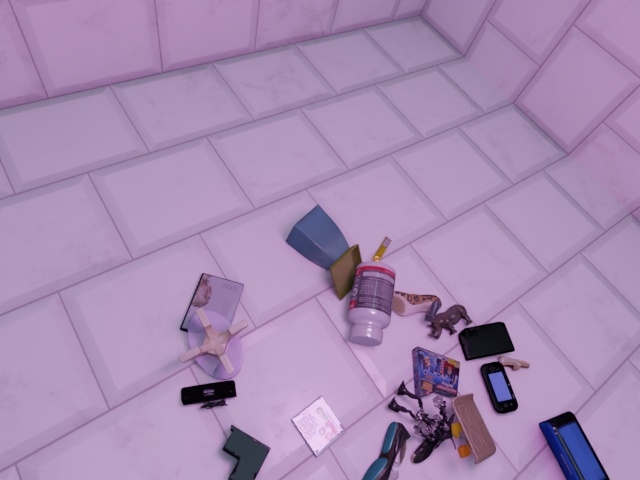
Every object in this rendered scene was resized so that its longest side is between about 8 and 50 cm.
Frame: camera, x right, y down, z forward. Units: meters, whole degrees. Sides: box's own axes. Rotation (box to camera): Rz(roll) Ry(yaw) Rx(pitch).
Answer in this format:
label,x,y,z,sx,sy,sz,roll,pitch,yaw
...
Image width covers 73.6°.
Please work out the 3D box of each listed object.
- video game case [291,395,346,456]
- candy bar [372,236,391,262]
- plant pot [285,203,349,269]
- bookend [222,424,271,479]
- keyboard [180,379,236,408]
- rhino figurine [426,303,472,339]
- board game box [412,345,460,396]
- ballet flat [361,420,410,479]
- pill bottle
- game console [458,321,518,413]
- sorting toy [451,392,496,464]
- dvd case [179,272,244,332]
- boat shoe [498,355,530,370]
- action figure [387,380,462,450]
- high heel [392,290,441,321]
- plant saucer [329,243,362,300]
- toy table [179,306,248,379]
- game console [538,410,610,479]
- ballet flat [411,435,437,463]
label,x,y,z,sx,sy,sz,roll,pitch,yaw
video game case,-0.005,0.673,1.557,0.143,0.019,0.157,-30,71,-28
candy bar,0.293,0.041,2.023,0.040,0.018,0.161,34,57,3
plant pot,0.000,0.000,1.891,0.234,0.166,0.165,43,59,6
bookend,-0.272,0.730,1.423,0.156,0.072,0.157,28,57,5
keyboard,-0.398,0.560,1.527,0.191,0.038,0.100,-4,37,-15
rhino figurine,0.554,0.358,1.863,0.243,0.073,0.106,-22,71,-24
board game box,0.454,0.555,1.724,0.194,0.060,0.194,21,57,-1
ballet flat,0.245,0.783,1.514,0.096,0.095,0.280,41,58,-2
pill bottle,0.209,0.262,1.766,0.176,0.176,0.319,15,62,-5
game console,0.733,0.529,1.795,0.213,0.044,0.362,-11,63,-3
sorting toy,0.546,0.698,1.587,0.307,0.041,0.229,17,49,-49
dvd case,-0.426,0.262,1.700,0.180,0.022,0.253,16,57,-4
boat shoe,0.832,0.537,1.842,0.135,0.050,0.045,11,60,4
action figure,0.389,0.648,1.569,0.275,0.141,0.164,29,66,25
high heel,0.403,0.259,1.903,0.261,0.093,0.186,24,29,18
plant saucer,0.108,0.131,1.845,0.045,0.188,0.188,19,49,36
toy table,-0.383,0.368,1.545,0.252,0.161,0.274,-40,81,-23
game console,1.000,0.822,1.642,0.173,0.250,0.293,-22,64,4
ballet flat,0.397,0.764,1.599,0.173,0.049,0.058,-34,114,-28
